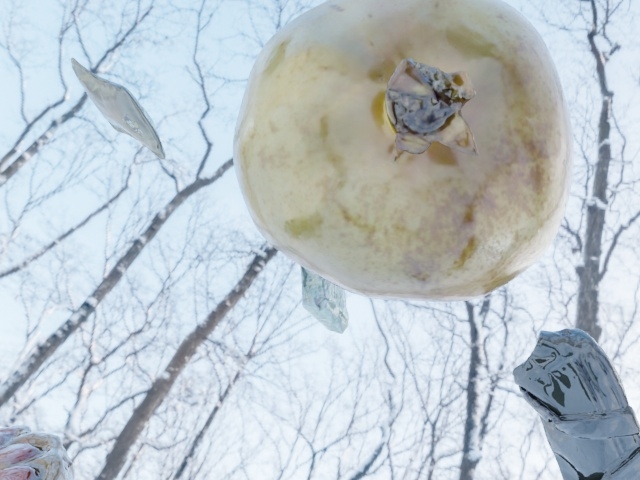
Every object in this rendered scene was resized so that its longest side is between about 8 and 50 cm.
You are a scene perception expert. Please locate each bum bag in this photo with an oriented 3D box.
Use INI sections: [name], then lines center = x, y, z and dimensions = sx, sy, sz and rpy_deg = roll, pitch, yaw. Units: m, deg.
[bum bag]
center = 0.359, 0.263, 0.854
dimensions = 0.142, 0.080, 0.326
rpy_deg = -25, -81, 24

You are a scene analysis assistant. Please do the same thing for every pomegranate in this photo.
[pomegranate]
center = 0.075, -0.086, 0.564
dimensions = 0.319, 0.319, 0.319
rpy_deg = 17, -39, 14

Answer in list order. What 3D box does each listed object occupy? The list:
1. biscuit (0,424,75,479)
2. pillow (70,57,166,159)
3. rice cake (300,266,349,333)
[biscuit]
center = -0.382, 0.279, 0.529
dimensions = 0.381, 0.359, 0.074
rpy_deg = -4, -66, 60
[pillow]
center = -0.286, -0.186, 0.898
dimensions = 0.217, 0.033, 0.130
rpy_deg = 31, -26, 43
[rice cake]
center = 0.000, 0.000, 0.784
dimensions = 0.040, 0.226, 0.085
rpy_deg = -15, -34, 16
